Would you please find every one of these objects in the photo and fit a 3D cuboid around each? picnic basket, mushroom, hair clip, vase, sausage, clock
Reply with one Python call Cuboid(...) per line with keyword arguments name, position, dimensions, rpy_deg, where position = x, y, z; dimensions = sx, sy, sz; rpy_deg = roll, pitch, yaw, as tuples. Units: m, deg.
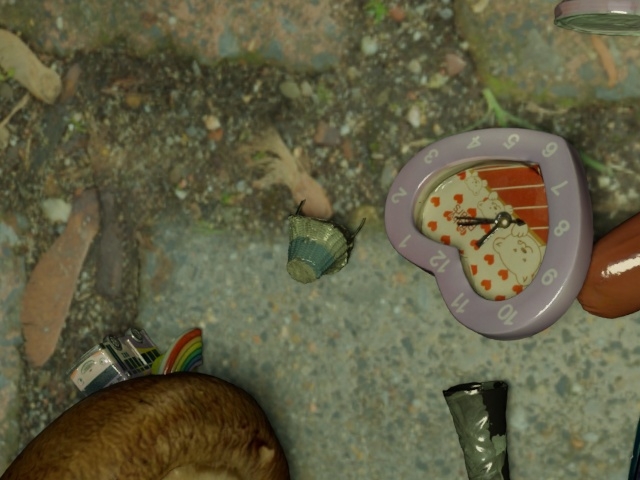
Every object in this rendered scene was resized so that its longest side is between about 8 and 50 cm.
Cuboid(name="picnic basket", position=(0.000, 0.000, 1.029), dimensions=(0.065, 0.083, 0.083), rpy_deg=(11, 50, 17))
Cuboid(name="mushroom", position=(-0.161, 0.287, 0.963), dimensions=(0.239, 0.345, 0.345), rpy_deg=(-19, 85, 53))
Cuboid(name="hair clip", position=(-0.150, 0.178, 1.077), dimensions=(0.033, 0.060, 0.188), rpy_deg=(20, 102, 32))
Cuboid(name="vase", position=(0.150, 0.211, 0.987), dimensions=(0.059, 0.059, 0.166), rpy_deg=(-9, 88, 17))
Cuboid(name="sausage", position=(0.299, 0.000, 0.929), dimensions=(0.194, 0.077, 0.077), rpy_deg=(-35, 82, 13))
Cuboid(name="clock", position=(0.160, -0.017, 0.961), dimensions=(0.172, 0.064, 0.198), rpy_deg=(-47, 56, 10))

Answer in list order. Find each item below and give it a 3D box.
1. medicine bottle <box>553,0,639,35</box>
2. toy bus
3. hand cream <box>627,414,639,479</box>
Cuboid(name="medicine bottle", position=(0.268, -0.388, 0.915), dimensions=(0.108, 0.108, 0.425), rpy_deg=(6, 92, 16))
Cuboid(name="toy bus", position=(-0.193, 0.123, 1.064), dimensions=(0.052, 0.102, 0.058), rpy_deg=(-41, 83, 14))
Cuboid(name="hand cream", position=(0.398, 0.198, 0.921), dimensions=(0.271, 0.061, 0.120), rpy_deg=(10, 89, 8))
